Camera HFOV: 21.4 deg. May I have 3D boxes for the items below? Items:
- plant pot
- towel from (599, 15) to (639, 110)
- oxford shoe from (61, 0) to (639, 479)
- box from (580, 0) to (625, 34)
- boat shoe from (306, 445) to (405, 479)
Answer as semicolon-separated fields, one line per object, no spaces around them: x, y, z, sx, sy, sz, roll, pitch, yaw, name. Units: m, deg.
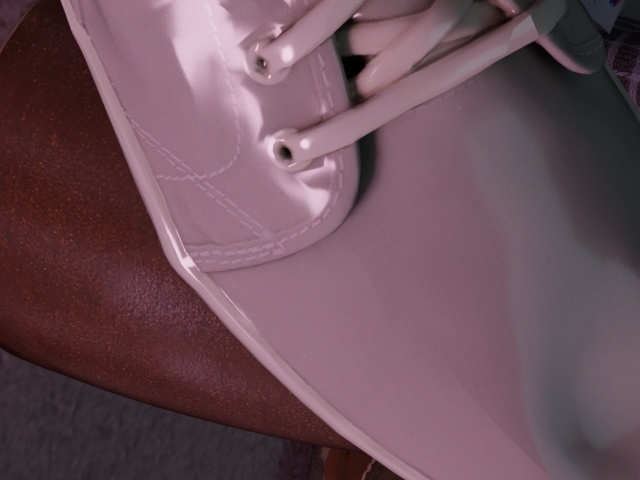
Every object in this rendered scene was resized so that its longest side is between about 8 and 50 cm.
0.000;0.000;0.727;0.215;0.230;0.215;-36;139;-40;plant pot
0.255;-0.069;1.063;0.283;0.235;0.121;2;104;-57;towel
0.000;-0.085;0.542;0.169;0.130;0.449;-34;101;-13;oxford shoe
0.115;-0.176;0.727;0.186;0.038;0.145;8;109;-62;box
0.121;0.080;1.071;0.324;0.120;0.122;-43;142;-32;boat shoe
